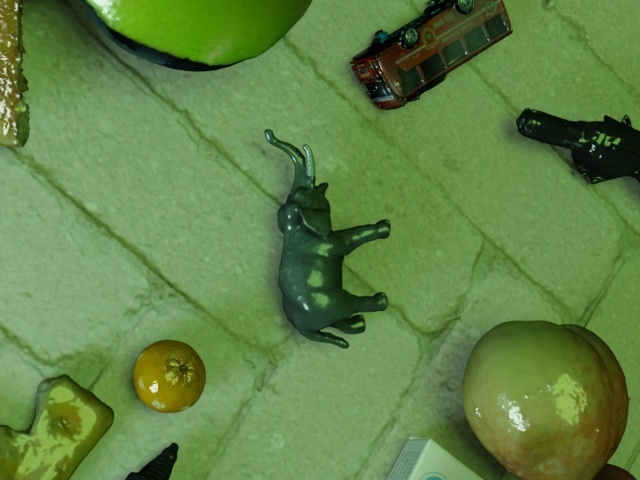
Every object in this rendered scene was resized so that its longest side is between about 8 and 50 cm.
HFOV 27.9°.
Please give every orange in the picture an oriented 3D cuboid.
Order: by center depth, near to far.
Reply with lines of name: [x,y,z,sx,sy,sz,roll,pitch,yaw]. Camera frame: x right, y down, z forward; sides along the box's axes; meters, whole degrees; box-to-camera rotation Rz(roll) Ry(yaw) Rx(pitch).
orange: [-0.169,0.153,1.442,0.083,0.070,0.083,7,75,-28]

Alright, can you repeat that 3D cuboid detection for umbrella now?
umbrella: [0.417,-0.120,1.766,0.340,0.118,0.118,14,76,-25]

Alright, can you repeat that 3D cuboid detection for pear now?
pear: [-0.126,-0.392,1.425,0.399,0.165,0.398,18,60,-35]

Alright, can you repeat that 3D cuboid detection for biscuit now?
biscuit: [-0.327,0.205,1.371,0.174,0.039,0.183,45,65,-12]

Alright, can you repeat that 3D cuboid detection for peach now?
peach: [0.276,0.211,1.587,0.232,0.232,0.232,4,81,-27]

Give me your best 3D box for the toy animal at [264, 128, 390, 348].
toy animal: [0.008,-0.003,1.549,0.137,0.082,0.269,-4,85,-29]

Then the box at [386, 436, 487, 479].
box: [0.112,0.434,1.548,0.200,0.065,0.343,39,67,-18]

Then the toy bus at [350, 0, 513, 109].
toy bus: [0.146,-0.255,1.665,0.235,0.073,0.096,-36,106,-27]

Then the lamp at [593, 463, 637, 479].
lamp: [0.355,0.372,1.638,0.182,0.140,0.182,-16,90,-73]

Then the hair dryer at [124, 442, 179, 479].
hair dryer: [-0.233,0.369,1.369,0.189,0.107,0.352,45,60,-17]

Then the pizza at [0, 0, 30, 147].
pizza: [-0.380,-0.241,1.341,0.289,0.081,0.229,41,110,-14]
